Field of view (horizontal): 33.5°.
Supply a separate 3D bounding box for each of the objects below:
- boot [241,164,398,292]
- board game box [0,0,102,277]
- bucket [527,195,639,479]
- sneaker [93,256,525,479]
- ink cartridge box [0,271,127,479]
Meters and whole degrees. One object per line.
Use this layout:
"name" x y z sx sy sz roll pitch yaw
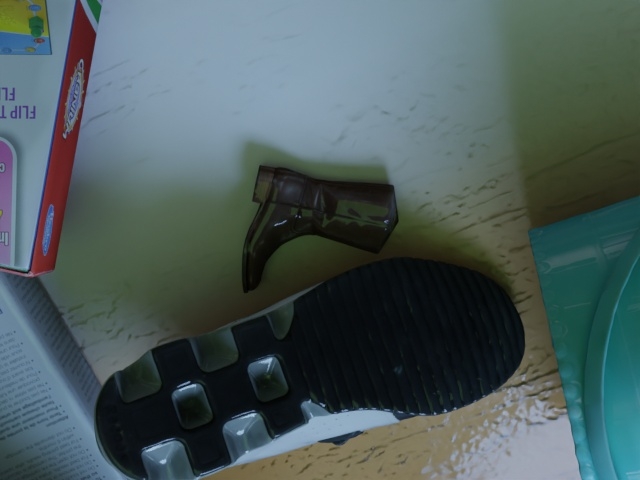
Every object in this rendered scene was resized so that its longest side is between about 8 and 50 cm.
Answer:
"boot" 0.000 0.000 0.816 0.114 0.037 0.106 10 108 -4
"board game box" -0.281 -0.152 0.737 0.242 0.064 0.316 11 92 1
"bucket" 0.252 0.090 0.708 0.183 0.281 0.281 -13 104 11
"sneaker" -0.010 0.099 0.812 0.331 0.146 0.122 -12 79 -15
"ink cartridge box" -0.335 0.173 0.868 0.324 0.071 0.330 -24 106 9
